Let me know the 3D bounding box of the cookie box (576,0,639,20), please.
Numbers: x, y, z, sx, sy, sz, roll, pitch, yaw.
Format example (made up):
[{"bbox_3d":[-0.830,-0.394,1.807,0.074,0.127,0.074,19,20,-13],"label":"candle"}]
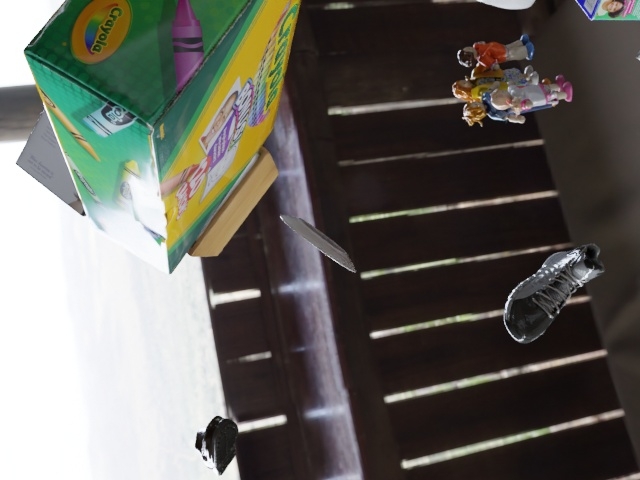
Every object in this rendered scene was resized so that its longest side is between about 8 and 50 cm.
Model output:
[{"bbox_3d":[0.351,-0.296,0.911,0.040,0.107,0.092,99,162,-46],"label":"cookie box"}]

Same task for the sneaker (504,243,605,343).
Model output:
[{"bbox_3d":[0.409,0.074,1.338,0.086,0.229,0.132,45,147,0],"label":"sneaker"}]

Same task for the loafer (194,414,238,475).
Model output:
[{"bbox_3d":[-0.214,0.399,1.531,0.078,0.080,0.220,29,146,12],"label":"loafer"}]

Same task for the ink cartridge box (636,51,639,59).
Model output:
[{"bbox_3d":[0.861,-0.356,1.617,0.309,0.272,0.130,45,131,21],"label":"ink cartridge box"}]

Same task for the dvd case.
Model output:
[{"bbox_3d":[-0.475,-0.193,1.536,0.253,0.180,0.022,-52,-1,23],"label":"dvd case"}]

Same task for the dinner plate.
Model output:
[{"bbox_3d":[0.000,0.000,1.163,0.017,0.141,0.141,-53,29,5],"label":"dinner plate"}]

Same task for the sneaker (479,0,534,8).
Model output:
[{"bbox_3d":[0.264,-0.381,0.997,0.126,0.321,0.127,36,128,20],"label":"sneaker"}]

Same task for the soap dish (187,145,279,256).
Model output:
[{"bbox_3d":[-0.242,-0.122,1.807,0.291,0.118,0.229,-53,45,5],"label":"soap dish"}]

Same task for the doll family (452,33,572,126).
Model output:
[{"bbox_3d":[0.329,-0.265,1.413,0.263,0.163,0.118,-107,8,-51],"label":"doll family"}]

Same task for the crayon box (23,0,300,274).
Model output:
[{"bbox_3d":[-0.094,-0.097,0.536,0.165,0.081,0.278,-58,-2,-20],"label":"crayon box"}]
